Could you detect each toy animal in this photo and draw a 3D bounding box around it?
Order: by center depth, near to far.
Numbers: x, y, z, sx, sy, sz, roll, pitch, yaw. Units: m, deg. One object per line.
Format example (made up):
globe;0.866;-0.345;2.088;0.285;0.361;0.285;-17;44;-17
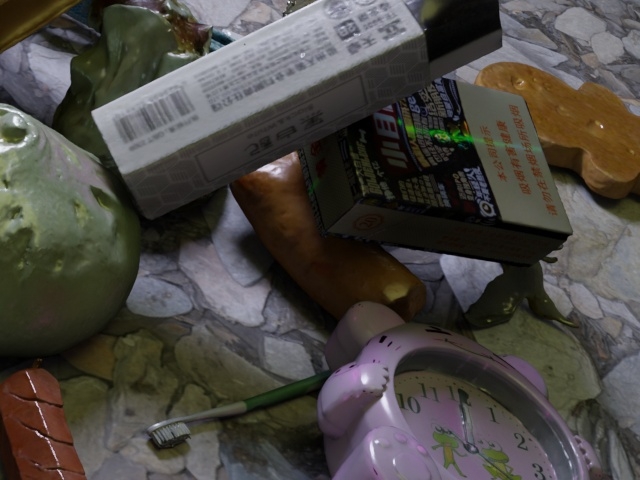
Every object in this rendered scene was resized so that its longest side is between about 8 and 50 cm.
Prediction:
toy animal;0.253;0.044;1.530;0.155;0.095;0.219;29;37;10

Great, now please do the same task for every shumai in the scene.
shumai;-0.179;-0.164;1.422;0.189;0.218;0.256;22;35;8

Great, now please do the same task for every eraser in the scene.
eraser;-0.019;-0.161;1.272;0.404;0.096;0.098;-26;61;-5

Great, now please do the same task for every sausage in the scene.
sausage;-0.239;0.173;1.086;0.065;0.065;0.169;0;43;-32
sausage;0.001;-0.001;1.411;0.109;0.109;0.270;-20;60;-45

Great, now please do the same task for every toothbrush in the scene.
toothbrush;-0.061;0.158;1.255;0.257;0.018;0.024;-14;55;-43

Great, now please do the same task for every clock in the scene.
clock;0.132;0.202;1.214;0.296;0.113;0.322;22;29;-19

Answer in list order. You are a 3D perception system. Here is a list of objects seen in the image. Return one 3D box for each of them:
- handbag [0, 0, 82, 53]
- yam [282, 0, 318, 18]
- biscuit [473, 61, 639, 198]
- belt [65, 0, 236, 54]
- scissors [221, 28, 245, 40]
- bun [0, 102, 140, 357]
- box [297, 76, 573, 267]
handbag;-0.397;-0.322;1.363;0.283;0.133;0.401;42;64;12
yam;0.001;-0.188;1.586;0.168;0.168;0.304;21;42;-8
biscuit;0.386;-0.158;1.900;0.355;0.052;0.275;18;36;-10
belt;-0.227;-0.282;1.621;0.302;0.072;0.087;30;36;-12
scissors;-0.042;-0.246;1.760;0.205;0.027;0.101;20;35;-12
bun;-0.292;-0.029;1.205;0.283;0.179;0.283;19;37;-15
box;0.120;-0.087;1.415;0.310;0.084;0.198;8;55;-36
